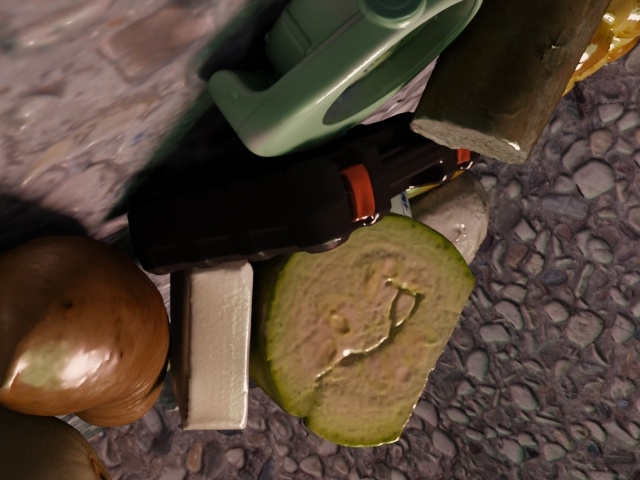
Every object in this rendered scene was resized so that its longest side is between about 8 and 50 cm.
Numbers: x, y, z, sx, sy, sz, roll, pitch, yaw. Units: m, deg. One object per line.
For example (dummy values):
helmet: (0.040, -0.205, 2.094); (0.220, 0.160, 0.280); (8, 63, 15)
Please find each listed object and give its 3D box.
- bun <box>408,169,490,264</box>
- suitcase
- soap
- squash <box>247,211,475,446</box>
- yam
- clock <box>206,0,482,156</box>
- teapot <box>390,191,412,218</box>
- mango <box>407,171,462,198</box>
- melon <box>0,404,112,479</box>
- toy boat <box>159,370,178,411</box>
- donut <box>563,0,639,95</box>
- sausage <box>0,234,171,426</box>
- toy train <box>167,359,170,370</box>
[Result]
bun: (0.195, -0.002, 1.602); (0.354, 0.194, 0.354); (-33, -171, 6)
suitcase: (-0.003, -0.051, 0.677); (0.206, 0.066, 0.285); (-9, -167, 37)
soap: (-0.111, 0.082, 0.760); (0.063, 0.183, 0.121); (-4, -154, -19)
squash: (-0.017, 0.063, 0.885); (0.234, 0.210, 0.309); (-64, -162, -5)
yam: (0.165, -0.182, 0.577); (0.259, 0.106, 0.106); (-64, 172, 5)
clock: (0.037, -0.139, 0.507); (0.211, 0.066, 0.159); (-38, 176, 20)
teapot: (0.094, -0.019, 1.342); (0.232, 0.159, 0.159); (6, 143, -48)
mango: (0.198, -0.136, 1.446); (0.194, 0.092, 0.130); (-35, -174, -36)
melon: (-0.317, 0.255, 0.619); (0.308, 0.272, 0.272); (-1, 178, 6)
toy boat: (-0.220, 0.238, 1.539); (0.290, 0.100, 0.199); (-41, -144, 46)
donut: (0.244, -0.223, 0.781); (0.208, 0.128, 0.261); (-35, 175, 0)
sausage: (-0.189, 0.080, 0.644); (0.501, 0.123, 0.136); (125, -15, -73)
toy train: (-0.311, 0.221, 1.425); (0.188, 0.072, 0.099); (-32, 174, -45)
